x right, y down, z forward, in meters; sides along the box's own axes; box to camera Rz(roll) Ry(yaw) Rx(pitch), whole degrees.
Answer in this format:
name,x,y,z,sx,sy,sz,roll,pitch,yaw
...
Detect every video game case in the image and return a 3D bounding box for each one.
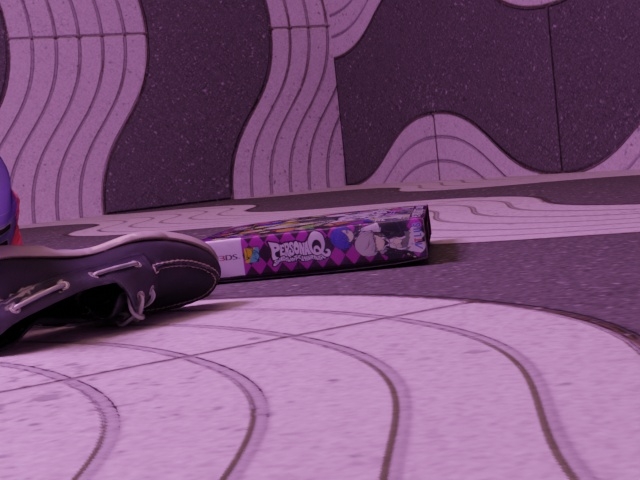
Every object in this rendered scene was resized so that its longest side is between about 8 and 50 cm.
name,x,y,z,sx,sy,sz,roll,pitch,yaw
video game case,0.000,0.000,1.083,0.210,0.041,0.232,-7,4,7

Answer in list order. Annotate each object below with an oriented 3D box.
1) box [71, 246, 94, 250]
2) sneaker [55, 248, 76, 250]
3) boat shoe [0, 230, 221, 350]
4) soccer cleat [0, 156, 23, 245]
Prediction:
name,x,y,z,sx,sy,sz,roll,pitch,yaw
box,-0.252,0.033,1.030,0.136,0.036,0.225,-6,5,-11
sneaker,-0.172,0.035,0.861,0.152,0.053,0.061,-7,-12,-46
boat shoe,-0.148,0.041,0.770,0.206,0.075,0.065,-3,44,-41
soccer cleat,-0.244,-0.005,0.797,0.095,0.083,0.248,-14,-19,-34
